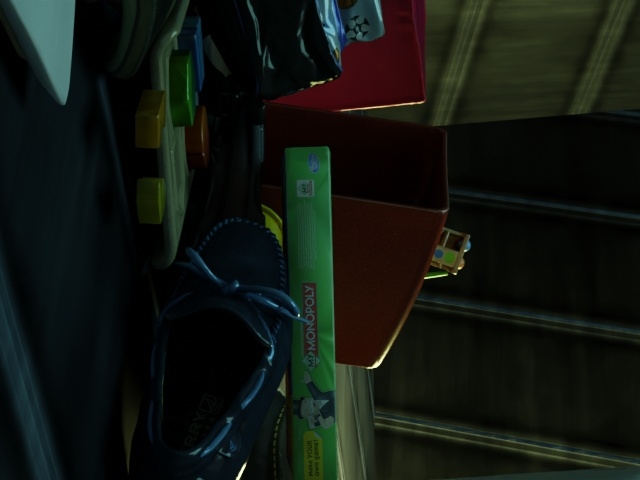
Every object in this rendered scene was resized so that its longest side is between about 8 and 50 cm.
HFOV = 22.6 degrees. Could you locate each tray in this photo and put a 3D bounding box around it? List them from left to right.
[{"bbox_3d":[-0.201,-0.242,1.120,0.145,0.030,0.270,77,11,-61],"label":"tray"}]

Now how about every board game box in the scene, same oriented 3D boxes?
[{"bbox_3d":[-0.013,0.072,1.609,0.213,0.046,0.317,133,-44,-87],"label":"board game box"}]

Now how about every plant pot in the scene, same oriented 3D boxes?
[{"bbox_3d":[0.000,0.000,1.907,0.267,0.267,0.235,-81,180,-66],"label":"plant pot"}]

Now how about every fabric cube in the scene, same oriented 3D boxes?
[{"bbox_3d":[0.008,-0.343,2.147,0.258,0.254,0.259,-82,167,-57],"label":"fabric cube"}]

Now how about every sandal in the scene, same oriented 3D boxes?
[{"bbox_3d":[-0.150,-0.234,1.249,0.303,0.086,0.120,105,10,-66],"label":"sandal"}]

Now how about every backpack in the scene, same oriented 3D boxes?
[{"bbox_3d":[-0.059,-0.286,1.652,0.263,0.213,0.276,-143,-139,-67],"label":"backpack"}]

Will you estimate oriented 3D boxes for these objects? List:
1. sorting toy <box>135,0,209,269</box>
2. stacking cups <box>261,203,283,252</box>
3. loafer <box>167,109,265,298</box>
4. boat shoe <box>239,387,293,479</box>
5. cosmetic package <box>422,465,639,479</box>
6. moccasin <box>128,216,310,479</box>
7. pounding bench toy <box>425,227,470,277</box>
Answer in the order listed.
[{"bbox_3d":[-0.128,-0.095,1.436,0.307,0.041,0.229,-88,-179,-65],"label":"sorting toy"},{"bbox_3d":[-0.091,0.077,1.635,0.316,0.096,0.096,-84,168,-58],"label":"stacking cups"},{"bbox_3d":[-0.106,-0.049,1.630,0.109,0.095,0.302,100,-11,-48],"label":"loafer"},{"bbox_3d":[-0.031,0.385,1.704,0.186,0.156,0.500,74,12,-56],"label":"boat shoe"},{"bbox_3d":[0.169,0.419,1.484,0.329,0.328,0.393,20,66,-73],"label":"cosmetic package"},{"bbox_3d":[-0.079,0.095,1.386,0.342,0.138,0.116,-84,-176,-45],"label":"moccasin"},{"bbox_3d":[0.145,0.023,1.990,0.052,0.065,0.083,-145,-106,-85],"label":"pounding bench toy"}]
